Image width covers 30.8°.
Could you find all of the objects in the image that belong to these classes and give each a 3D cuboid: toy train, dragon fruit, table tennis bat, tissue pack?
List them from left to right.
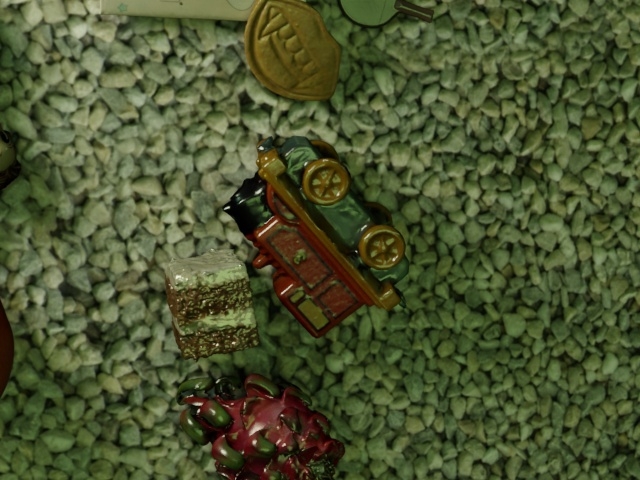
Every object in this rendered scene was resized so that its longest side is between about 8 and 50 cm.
[{"bbox_3d":[-0.174,-0.427,1.793,0.325,0.071,0.170,0,128,-14],"label":"tissue pack"},{"bbox_3d":[-0.099,0.321,1.905,0.273,0.198,0.218,29,66,-18],"label":"dragon fruit"},{"bbox_3d":[0.000,0.000,1.899,0.231,0.163,0.369,-40,107,4],"label":"toy train"},{"bbox_3d":[0.119,-0.388,1.874,0.170,0.119,0.107,16,96,-15],"label":"table tennis bat"}]

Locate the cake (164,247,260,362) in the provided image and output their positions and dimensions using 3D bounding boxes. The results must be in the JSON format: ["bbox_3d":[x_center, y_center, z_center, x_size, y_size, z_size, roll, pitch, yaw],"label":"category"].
[{"bbox_3d":[-0.177,0.099,1.881,0.135,0.134,0.147,-9,109,-14],"label":"cake"}]

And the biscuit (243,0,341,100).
[{"bbox_3d":[-0.046,-0.303,1.857,0.142,0.029,0.221,-27,129,7],"label":"biscuit"}]

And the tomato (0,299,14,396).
[{"bbox_3d":[-0.611,0.173,1.711,0.321,0.321,0.321,-3,101,-14],"label":"tomato"}]

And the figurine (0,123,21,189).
[{"bbox_3d":[-0.543,-0.215,1.721,0.168,0.187,0.315,-24,111,1],"label":"figurine"}]
